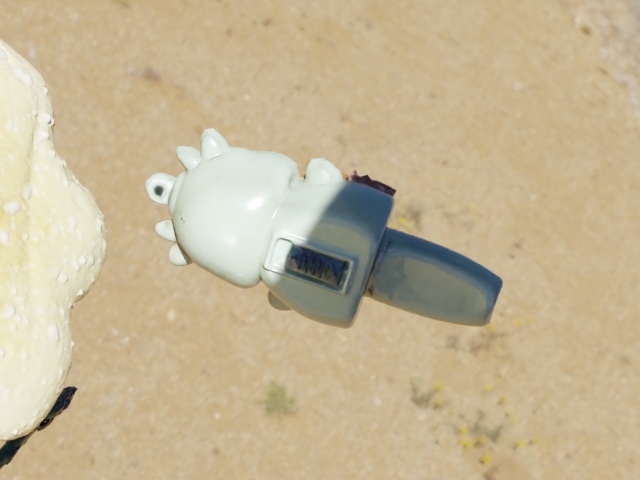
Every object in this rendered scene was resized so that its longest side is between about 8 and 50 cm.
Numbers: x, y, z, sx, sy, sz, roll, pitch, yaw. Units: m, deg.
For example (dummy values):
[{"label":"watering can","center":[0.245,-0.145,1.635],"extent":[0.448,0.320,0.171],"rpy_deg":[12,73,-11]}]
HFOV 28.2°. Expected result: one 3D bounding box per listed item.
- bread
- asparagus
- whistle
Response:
[{"label":"bread","center":[-0.240,-0.017,0.694],"extent":[0.316,0.054,0.316],"rpy_deg":[23,59,-44]},{"label":"asparagus","center":[-0.257,0.183,0.949],"extent":[0.022,0.023,0.233],"rpy_deg":[37,52,6]},{"label":"whistle","center":[0.000,-0.001,0.867],"extent":[0.253,0.102,0.106],"rpy_deg":[19,51,6]}]
